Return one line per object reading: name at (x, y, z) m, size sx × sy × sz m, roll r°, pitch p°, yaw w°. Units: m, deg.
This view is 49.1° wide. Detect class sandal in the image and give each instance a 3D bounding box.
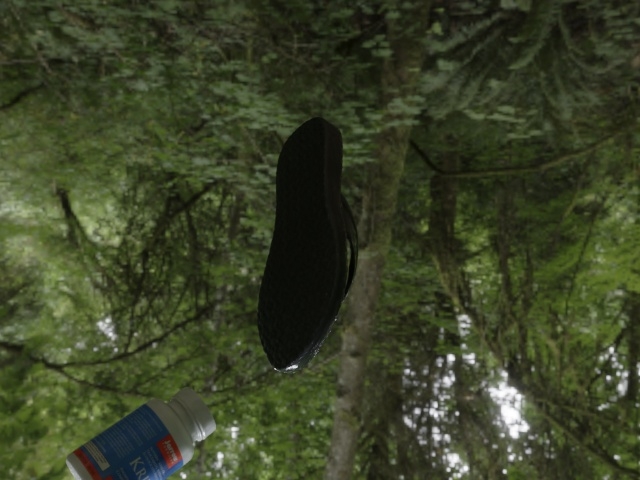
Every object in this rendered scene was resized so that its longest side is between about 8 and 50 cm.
sandal at (0.002, -0.002, 1.095) m, size 0.107 × 0.445 × 0.167 m, roll 29°, pitch 140°, yaw -33°

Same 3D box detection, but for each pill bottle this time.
pill bottle at (-0.287, 0.339, 1.147) m, size 0.221 × 0.124 × 0.124 m, roll -33°, pitch -157°, yaw -29°
